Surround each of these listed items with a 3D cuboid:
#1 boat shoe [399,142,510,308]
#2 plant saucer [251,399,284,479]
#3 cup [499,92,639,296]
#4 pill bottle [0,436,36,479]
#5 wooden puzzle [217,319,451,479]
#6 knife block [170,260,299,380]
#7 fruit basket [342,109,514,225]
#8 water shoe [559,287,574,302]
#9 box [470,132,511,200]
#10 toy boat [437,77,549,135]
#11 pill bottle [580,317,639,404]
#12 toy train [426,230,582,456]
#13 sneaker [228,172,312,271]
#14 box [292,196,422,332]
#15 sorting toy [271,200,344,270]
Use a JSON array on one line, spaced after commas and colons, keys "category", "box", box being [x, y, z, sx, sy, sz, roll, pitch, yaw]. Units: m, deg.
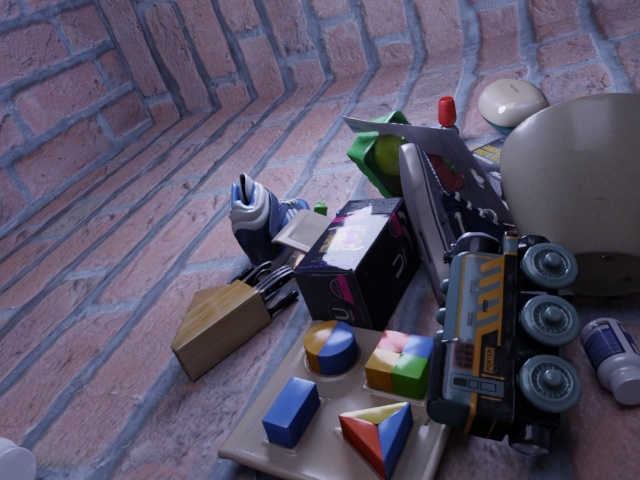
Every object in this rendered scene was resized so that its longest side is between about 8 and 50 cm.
[{"category": "boat shoe", "box": [0.264, -0.040, 1.050, 0.157, 0.341, 0.127, -14, -11, -1]}, {"category": "plant saucer", "box": [-0.078, 0.326, 0.896, 0.067, 0.018, 0.192, -20, 29, 1]}, {"category": "cup", "box": [0.471, -0.046, 0.921, 0.330, 0.331, 0.237, -4, 58, 28]}, {"category": "pill bottle", "box": [-0.628, 0.418, 0.989, 0.215, 0.121, 0.121, -7, 31, 25]}, {"category": "wooden puzzle", "box": [0.043, 0.241, 0.873, 0.347, 0.081, 0.322, 2, 34, 31]}, {"category": "knife block", "box": [-0.166, 0.157, 1.176, 0.241, 0.088, 0.276, -14, 28, 14]}, {"category": "fruit basket", "box": [0.246, -0.169, 1.238, 0.352, 0.327, 0.166, 13, 67, 50]}, {"category": "water shoe", "box": [0.346, 0.146, 0.896, 0.203, 0.073, 0.080, -23, 59, -15]}, {"category": "box", "box": [0.482, -0.194, 1.396, 0.182, 0.056, 0.231, -24, 28, -5]}, {"category": "toy boat", "box": [0.509, -0.379, 1.641, 0.317, 0.148, 0.268, -8, 35, 7]}, {"category": "pill bottle", "box": [0.422, 0.172, 0.778, 0.066, 0.067, 0.120, -13, 28, 13]}, {"category": "toy train", "box": [0.260, 0.128, 0.786, 0.190, 0.142, 0.334, 8, 58, 11]}, {"category": "sneaker", "box": [-0.131, -0.093, 1.435, 0.130, 0.237, 0.323, -6, 32, 25]}, {"category": "box", "box": [0.087, 0.047, 1.117, 0.143, 0.165, 0.270, 0, 35, 34]}, {"category": "sorting toy", "box": [0.000, 0.000, 1.337, 0.195, 0.047, 0.348, 17, 33, 14]}]
